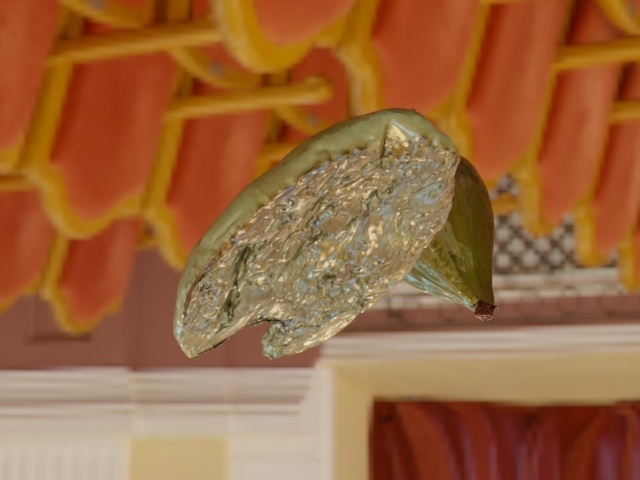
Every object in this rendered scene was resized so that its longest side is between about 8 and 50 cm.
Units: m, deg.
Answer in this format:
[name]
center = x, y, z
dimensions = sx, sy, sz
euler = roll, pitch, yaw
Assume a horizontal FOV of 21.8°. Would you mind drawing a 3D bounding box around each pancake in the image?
[pancake]
center = 0.000, 0.000, 1.232
dimensions = 0.253, 0.037, 0.253
euler = -29, 148, -20

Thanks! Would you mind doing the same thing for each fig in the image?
[fig]
center = 0.120, -0.013, 1.624
dimensions = 0.133, 0.127, 0.185
euler = -20, -151, -16
